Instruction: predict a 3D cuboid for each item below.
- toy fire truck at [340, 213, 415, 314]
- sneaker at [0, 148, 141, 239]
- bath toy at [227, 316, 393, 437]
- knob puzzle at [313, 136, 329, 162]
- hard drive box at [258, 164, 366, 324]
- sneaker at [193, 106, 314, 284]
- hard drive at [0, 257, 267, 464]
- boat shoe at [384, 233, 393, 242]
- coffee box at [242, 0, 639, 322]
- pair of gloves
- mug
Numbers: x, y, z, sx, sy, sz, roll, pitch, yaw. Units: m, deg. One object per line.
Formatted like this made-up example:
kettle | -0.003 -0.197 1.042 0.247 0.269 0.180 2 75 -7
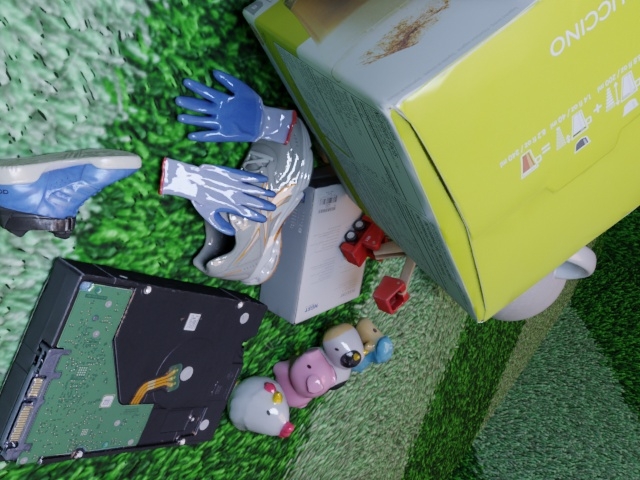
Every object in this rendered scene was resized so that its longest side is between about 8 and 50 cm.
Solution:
toy fire truck | 0.110 0.010 0.921 0.192 0.135 0.047 -53 144 -20
sneaker | -0.260 -0.048 0.608 0.152 0.058 0.084 -18 118 -43
bath toy | -0.012 0.251 1.069 0.348 0.129 0.151 -20 125 -46
knob puzzle | 0.073 -0.176 0.913 0.213 0.029 0.213 -20 159 -8
hard drive box | 0.000 0.000 0.967 0.181 0.089 0.232 -15 121 -49
sneaker | -0.097 -0.060 0.798 0.121 0.099 0.262 5 104 -50
hard drive | -0.233 0.164 0.771 0.339 0.064 0.236 19 94 -57
boat shoe | 0.196 -0.131 1.145 0.323 0.123 0.119 -58 141 -27
coffee box | 0.179 -0.181 0.680 0.338 0.334 0.338 -37 133 -3
pair of gloves | -0.117 -0.108 0.733 0.160 0.023 0.198 13 92 -24
mug | 0.421 0.022 1.307 0.328 0.374 0.276 29 75 -47
